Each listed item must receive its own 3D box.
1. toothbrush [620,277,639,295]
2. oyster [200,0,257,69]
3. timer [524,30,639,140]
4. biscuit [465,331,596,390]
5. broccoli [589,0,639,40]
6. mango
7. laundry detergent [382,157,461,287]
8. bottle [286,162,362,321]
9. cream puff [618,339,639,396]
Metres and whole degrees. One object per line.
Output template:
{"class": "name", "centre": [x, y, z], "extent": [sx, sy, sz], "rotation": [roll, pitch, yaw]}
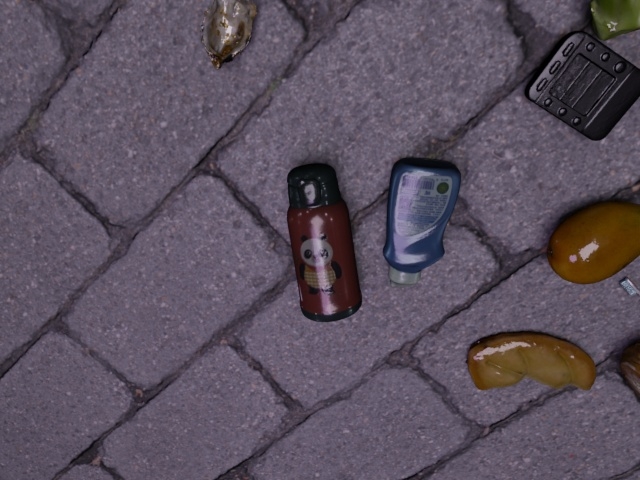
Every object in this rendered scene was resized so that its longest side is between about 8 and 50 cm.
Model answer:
{"class": "toothbrush", "centre": [0.761, 0.185, 1.068], "extent": [0.027, 0.021, 0.269], "rotation": [-34, 104, 30]}
{"class": "oyster", "centre": [-0.185, -0.414, 0.928], "extent": [0.103, 0.051, 0.148], "rotation": [31, 96, -3]}
{"class": "timer", "centre": [0.505, -0.295, 0.897], "extent": [0.187, 0.055, 0.144], "rotation": [29, 114, -9]}
{"class": "biscuit", "centre": [0.507, 0.293, 1.128], "extent": [0.299, 0.045, 0.154], "rotation": [-3, 109, 7]}
{"class": "broccoli", "centre": [0.483, -0.549, 0.706], "extent": [0.397, 0.274, 0.353], "rotation": [24, 121, -31]}
{"class": "mango", "centre": [0.577, -0.003, 0.966], "extent": [0.221, 0.120, 0.151], "rotation": [-39, 106, 11]}
{"class": "laundry detergent", "centre": [0.207, -0.029, 1.017], "extent": [0.144, 0.094, 0.289], "rotation": [5, 115, -2]}
{"class": "bottle", "centre": [0.000, 0.000, 1.024], "extent": [0.144, 0.144, 0.336], "rotation": [-7, 108, 9]}
{"class": "cream puff", "centre": [0.759, 0.297, 1.052], "extent": [0.115, 0.150, 0.165], "rotation": [-33, 143, 0]}
